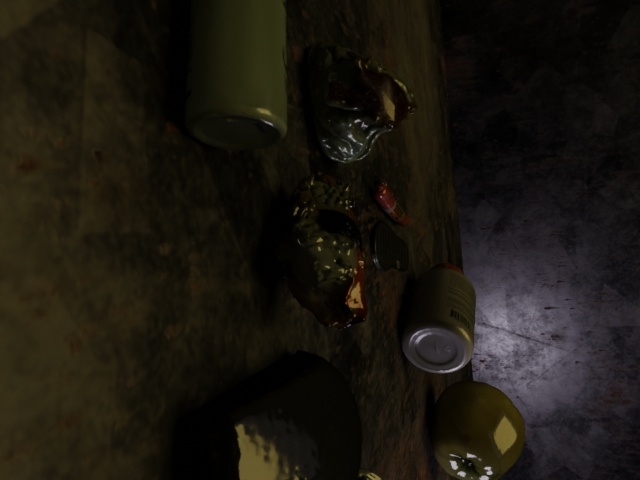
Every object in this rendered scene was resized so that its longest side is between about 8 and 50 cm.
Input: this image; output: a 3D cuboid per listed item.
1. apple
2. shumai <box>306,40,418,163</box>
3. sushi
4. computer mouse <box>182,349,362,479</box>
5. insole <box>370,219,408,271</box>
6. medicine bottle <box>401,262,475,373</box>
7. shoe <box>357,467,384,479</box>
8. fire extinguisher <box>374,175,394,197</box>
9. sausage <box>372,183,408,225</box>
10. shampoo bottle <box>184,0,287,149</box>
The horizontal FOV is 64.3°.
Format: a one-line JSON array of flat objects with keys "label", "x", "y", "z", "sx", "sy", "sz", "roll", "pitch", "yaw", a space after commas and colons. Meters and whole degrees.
[{"label": "apple", "x": 0.424, "y": 0.521, "z": 1.384, "sx": 0.262, "sy": 0.263, "sz": 0.262, "roll": -4, "pitch": 90, "yaw": -69}, {"label": "shumai", "x": 0.065, "y": -0.214, "z": 0.733, "sx": 0.184, "sy": 0.142, "sz": 0.184, "roll": -1, "pitch": 90, "yaw": -68}, {"label": "sushi", "x": -0.002, "y": -0.003, "z": 0.582, "sx": 0.226, "sy": 0.097, "sz": 0.103, "roll": -94, "pitch": 171, "yaw": -47}, {"label": "computer mouse", "x": -0.019, "y": 0.206, "z": 0.487, "sx": 0.269, "sy": 0.100, "sz": 0.170, "roll": -8, "pitch": 91, "yaw": -69}, {"label": "insole", "x": 0.154, "y": 0.022, "z": 1.101, "sx": 0.309, "sy": 0.012, "sz": 0.110, "roll": 26, "pitch": 61, "yaw": -66}, {"label": "medicine bottle", "x": 0.291, "y": 0.168, "z": 1.224, "sx": 0.288, "sy": 0.157, "sz": 0.156, "roll": -59, "pitch": 140, "yaw": -56}, {"label": "shoe", "x": 0.050, "y": 0.391, "z": 0.683, "sx": 0.099, "sy": 0.071, "sz": 0.169, "roll": -39, "pitch": 123, "yaw": -58}, {"label": "fire extinguisher", "x": 0.130, "y": -0.110, "z": 1.051, "sx": 0.028, "sy": 0.022, "sz": 0.083, "roll": 52, "pitch": 7, "yaw": 26}, {"label": "sausage", "x": 0.152, "y": -0.070, "z": 1.081, "sx": 0.253, "sy": 0.034, "sz": 0.034, "roll": 31, "pitch": 57, "yaw": -66}, {"label": "shampoo bottle", "x": -0.071, "y": -0.216, "z": 0.452, "sx": 0.085, "sy": 0.085, "sz": 0.262, "roll": 26, "pitch": 61, "yaw": -66}]
